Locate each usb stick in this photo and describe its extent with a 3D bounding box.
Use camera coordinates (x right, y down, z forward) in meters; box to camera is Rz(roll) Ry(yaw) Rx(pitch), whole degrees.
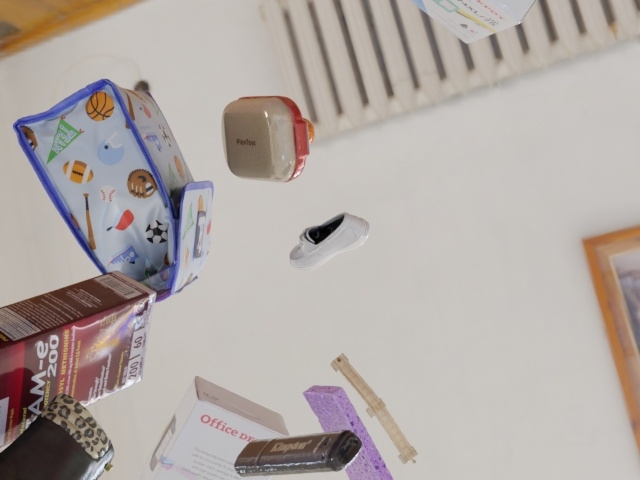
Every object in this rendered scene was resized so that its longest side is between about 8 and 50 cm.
[{"bbox_3d":[-0.042,0.341,1.373,0.077,0.045,0.278,-38,-169,-39],"label":"usb stick"}]

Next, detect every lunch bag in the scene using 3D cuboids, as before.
[{"bbox_3d":[-0.337,-0.083,1.595,0.238,0.386,0.328,-25,-177,5],"label":"lunch bag"}]

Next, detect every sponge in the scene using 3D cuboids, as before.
[{"bbox_3d":[0.051,0.367,1.620,0.031,0.210,0.117,-33,-169,-30],"label":"sponge"}]

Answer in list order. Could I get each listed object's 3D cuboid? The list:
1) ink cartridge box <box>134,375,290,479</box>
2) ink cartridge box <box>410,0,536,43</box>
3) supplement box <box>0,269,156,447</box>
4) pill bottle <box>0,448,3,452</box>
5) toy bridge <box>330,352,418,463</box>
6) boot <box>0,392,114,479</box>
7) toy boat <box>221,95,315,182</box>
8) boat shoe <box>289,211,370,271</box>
[{"bbox_3d":[-0.233,0.470,1.787,0.226,0.306,0.131,29,-174,-19],"label":"ink cartridge box"},{"bbox_3d":[0.277,-0.494,1.508,0.197,0.198,0.270,-56,-170,0],"label":"ink cartridge box"},{"bbox_3d":[-0.298,0.129,0.964,0.073,0.130,0.239,26,-154,27],"label":"supplement box"},{"bbox_3d":[-0.648,0.338,1.398,0.187,0.188,0.334,-15,139,-4],"label":"pill bottle"},{"bbox_3d":[0.080,0.244,1.250,0.026,0.188,0.063,-35,168,-10],"label":"toy bridge"},{"bbox_3d":[-0.261,0.293,0.879,0.085,0.236,0.178,-16,-159,37],"label":"boot"},{"bbox_3d":[-0.077,-0.188,1.559,0.151,0.151,0.231,-13,-165,-36],"label":"toy boat"},{"bbox_3d":[0.000,0.000,1.421,0.063,0.066,0.184,33,149,-29],"label":"boat shoe"}]
